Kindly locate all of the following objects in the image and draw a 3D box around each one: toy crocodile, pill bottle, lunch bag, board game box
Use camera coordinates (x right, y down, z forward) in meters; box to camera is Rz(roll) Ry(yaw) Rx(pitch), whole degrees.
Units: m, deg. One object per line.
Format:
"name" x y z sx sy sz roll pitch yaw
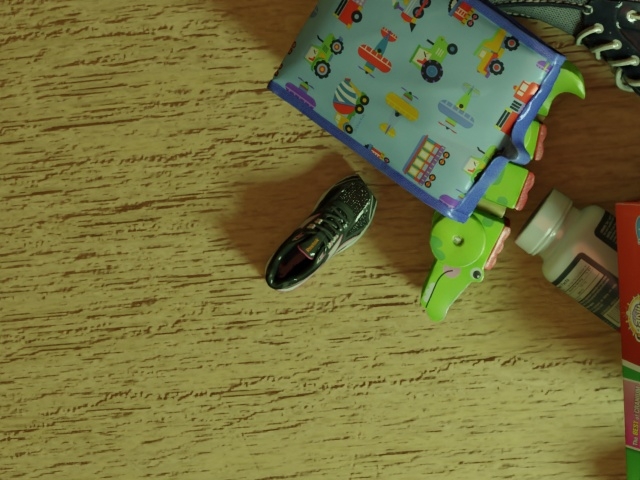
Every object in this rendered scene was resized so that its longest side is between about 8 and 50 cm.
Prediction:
"toy crocodile" 0.203 -0.061 1.820 0.105 0.115 0.340 22 99 0
"pill bottle" 0.323 0.022 1.818 0.180 0.108 0.108 37 100 2
"lunch bag" 0.123 -0.178 1.740 0.293 0.138 0.221 42 109 27
"board game box" 0.443 0.101 1.758 0.064 0.242 0.316 4 100 52

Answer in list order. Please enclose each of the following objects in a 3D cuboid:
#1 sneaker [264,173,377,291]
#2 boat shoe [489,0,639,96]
"sneaker" 0.000 0.000 1.873 0.072 0.077 0.178 39 99 0
"boat shoe" 0.343 -0.236 1.773 0.341 0.127 0.158 2 90 7
